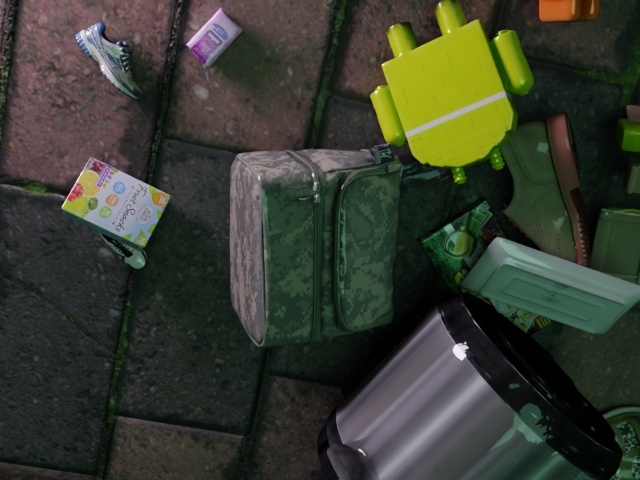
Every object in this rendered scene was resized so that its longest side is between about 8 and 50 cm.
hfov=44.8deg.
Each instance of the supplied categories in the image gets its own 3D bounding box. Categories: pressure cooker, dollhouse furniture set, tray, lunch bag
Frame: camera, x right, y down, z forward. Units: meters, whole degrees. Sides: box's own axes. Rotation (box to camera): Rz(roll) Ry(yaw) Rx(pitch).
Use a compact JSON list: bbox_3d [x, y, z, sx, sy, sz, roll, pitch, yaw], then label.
[{"bbox_3d":[0.199,0.337,1.221,0.370,0.375,0.420,40,104,-6],"label":"pressure cooker"},{"bbox_3d":[0.578,-0.068,1.321,0.198,0.151,0.301,8,122,14],"label":"dollhouse furniture set"},{"bbox_3d":[0.383,0.088,1.284,0.271,0.030,0.145,19,138,-5],"label":"tray"},{"bbox_3d":[0.000,0.000,1.228,0.256,0.212,0.304,-5,105,-20],"label":"lunch bag"}]

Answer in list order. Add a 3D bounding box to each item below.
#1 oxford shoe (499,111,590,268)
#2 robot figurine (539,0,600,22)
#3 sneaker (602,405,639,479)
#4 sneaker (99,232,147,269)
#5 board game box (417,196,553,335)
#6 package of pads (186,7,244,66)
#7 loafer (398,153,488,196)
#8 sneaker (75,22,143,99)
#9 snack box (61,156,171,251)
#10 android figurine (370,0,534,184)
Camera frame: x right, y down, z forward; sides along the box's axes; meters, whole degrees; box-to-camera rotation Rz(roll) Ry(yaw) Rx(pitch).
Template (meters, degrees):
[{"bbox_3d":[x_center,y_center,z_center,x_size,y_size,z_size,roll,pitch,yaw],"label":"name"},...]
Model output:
[{"bbox_3d":[0.373,-0.044,1.290,0.130,0.123,0.348,-8,116,20],"label":"oxford shoe"},{"bbox_3d":[0.383,-0.446,1.181,0.158,0.128,0.219,-1,105,7],"label":"robot figurine"},{"bbox_3d":[0.643,0.396,1.379,0.411,0.182,0.157,-5,104,-3],"label":"sneaker"},{"bbox_3d":[-0.329,0.009,1.281,0.040,0.043,0.109,-41,105,4],"label":"sneaker"},{"bbox_3d":[0.293,0.067,1.351,0.136,0.030,0.259,-34,104,7],"label":"board game box"},{"bbox_3d":[-0.165,-0.318,1.218,0.050,0.032,0.083,44,97,-10],"label":"package of pads"},{"bbox_3d":[0.196,-0.117,1.286,0.170,0.062,0.061,-10,116,6],"label":"loafer"},{"bbox_3d":[-0.317,-0.280,1.207,0.058,0.052,0.135,-39,104,1],"label":"sneaker"},{"bbox_3d":[-0.327,-0.057,1.244,0.141,0.037,0.100,27,69,-10],"label":"snack box"},{"bbox_3d":[0.202,-0.225,1.204,0.248,0.056,0.272,-23,84,22],"label":"android figurine"}]
